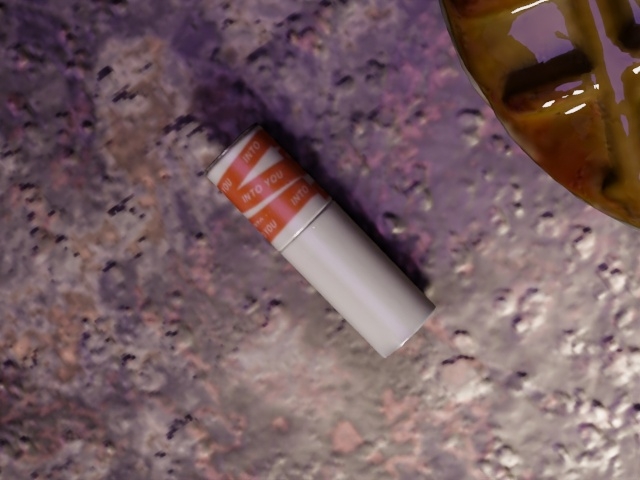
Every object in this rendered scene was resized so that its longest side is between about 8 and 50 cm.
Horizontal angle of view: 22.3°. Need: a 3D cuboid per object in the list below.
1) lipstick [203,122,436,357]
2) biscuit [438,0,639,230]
[{"bbox_3d":[0.000,0.000,0.815,0.038,0.038,0.131,-43,92,17],"label":"lipstick"},{"bbox_3d":[0.202,-0.149,0.707,0.332,0.103,0.332,2,102,11],"label":"biscuit"}]
